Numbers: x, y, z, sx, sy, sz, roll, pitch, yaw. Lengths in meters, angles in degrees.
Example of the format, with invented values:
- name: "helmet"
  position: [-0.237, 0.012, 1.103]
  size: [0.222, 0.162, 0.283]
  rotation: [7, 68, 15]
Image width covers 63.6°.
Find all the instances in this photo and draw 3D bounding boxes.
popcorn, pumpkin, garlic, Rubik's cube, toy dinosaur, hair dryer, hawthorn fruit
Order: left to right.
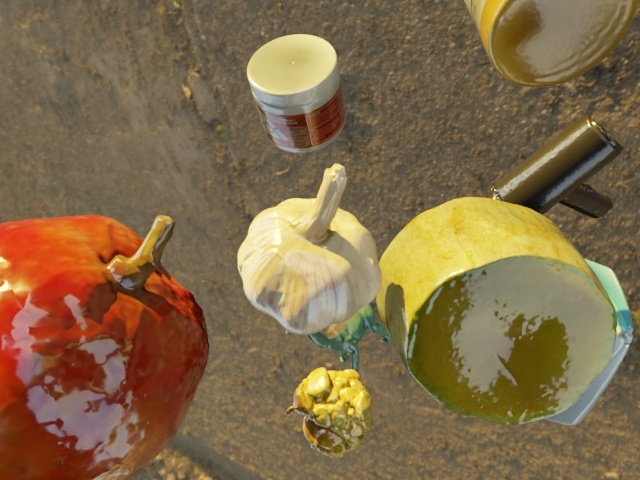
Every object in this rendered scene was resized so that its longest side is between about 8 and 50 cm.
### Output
- name: "hawthorn fruit"
  position: [-0.175, 0.070, 0.353]
  size: [0.205, 0.205, 0.253]
  rotation: [48, 120, 7]
- name: "garlic"
  position: [0.000, 0.000, 0.660]
  size: [0.199, 0.199, 0.226]
  rotation: [40, 142, 16]
- name: "popcorn"
  position: [0.034, 0.342, 1.058]
  size: [0.164, 0.140, 0.194]
  rotation: [-20, 115, 10]
- name: "toy dinosaur"
  position: [0.071, 0.200, 1.433]
  size: [0.130, 0.383, 0.330]
  rotation: [3, 135, 38]
- name: "pumpkin"
  position: [0.245, 0.110, 0.759]
  size: [0.333, 0.199, 0.332]
  rotation: [2, 105, 8]
- name: "Rubik's cube"
  position: [0.582, 0.232, 1.396]
  size: [0.348, 0.351, 0.351]
  rotation: [19, 119, 12]
- name: "hair dryer"
  position: [0.432, -0.092, 0.884]
  size: [0.197, 0.251, 0.089]
  rotation: [-45, 48, 30]

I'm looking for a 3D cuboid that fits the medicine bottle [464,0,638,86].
- name: "medicine bottle"
  position: [0.387, -0.434, 0.912]
  size: [0.238, 0.231, 0.237]
  rotation: [-3, 141, -3]

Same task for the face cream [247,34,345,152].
- name: "face cream"
  position: [-0.049, -0.330, 1.176]
  size: [0.201, 0.201, 0.187]
  rotation: [31, 158, 25]
